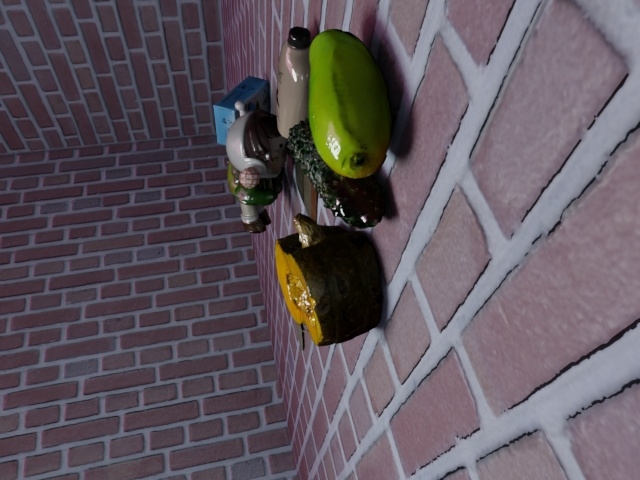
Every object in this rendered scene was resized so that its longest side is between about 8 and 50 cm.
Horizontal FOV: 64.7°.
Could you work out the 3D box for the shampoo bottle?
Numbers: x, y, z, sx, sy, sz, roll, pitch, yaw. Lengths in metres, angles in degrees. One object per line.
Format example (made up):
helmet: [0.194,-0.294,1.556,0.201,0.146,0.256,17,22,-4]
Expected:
shampoo bottle: [-0.053,-0.330,1.066,0.256,0.078,0.127,104,159,-55]

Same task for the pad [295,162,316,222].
pad: [-0.066,-0.084,1.358,0.249,0.055,0.323,-112,36,-48]

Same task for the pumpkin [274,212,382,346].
pumpkin: [0.004,0.055,0.923,0.317,0.140,0.221,-153,53,-77]

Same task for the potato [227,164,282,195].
potato: [-0.213,-0.211,1.634,0.148,0.186,0.253,-44,15,35]

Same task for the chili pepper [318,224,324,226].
chili pepper: [-0.001,0.000,1.174,0.034,0.030,0.091,34,140,40]

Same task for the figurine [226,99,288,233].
figurine: [-0.177,-0.202,1.420,0.281,0.168,0.369,-61,-21,-57]

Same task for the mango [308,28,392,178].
mango: [0.035,-0.185,0.679,0.125,0.111,0.232,110,151,-57]

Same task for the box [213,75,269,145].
box: [-0.256,-0.427,1.674,0.142,0.083,0.232,93,-157,-44]

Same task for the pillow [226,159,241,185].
pillow: [-0.211,-0.274,1.532,0.241,0.093,0.051,-60,-9,-16]

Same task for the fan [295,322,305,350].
fan: [-0.068,0.301,1.736,0.310,0.010,0.182,160,101,-81]

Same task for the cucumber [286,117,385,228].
cucumber: [0.019,-0.115,0.840,0.359,0.096,0.096,-116,21,-59]
